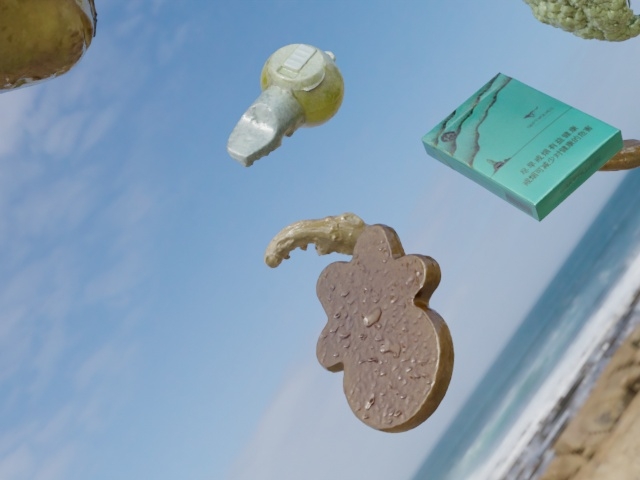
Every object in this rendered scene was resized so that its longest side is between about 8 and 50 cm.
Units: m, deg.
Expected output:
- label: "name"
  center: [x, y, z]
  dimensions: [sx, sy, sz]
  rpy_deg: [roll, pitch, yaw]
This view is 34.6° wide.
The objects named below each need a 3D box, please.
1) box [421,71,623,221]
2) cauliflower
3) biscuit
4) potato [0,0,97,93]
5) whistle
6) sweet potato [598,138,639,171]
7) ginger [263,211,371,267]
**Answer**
- label: "box"
  center: [0.269, -0.133, 1.393]
  dimensions: [0.161, 0.226, 0.042]
  rpy_deg: [-40, -45, -13]
- label: "cauliflower"
  center: [0.445, -0.462, 1.679]
  dimensions: [0.272, 0.275, 0.250]
  rpy_deg: [9, -52, -42]
- label: "biscuit"
  center: [0.067, 0.096, 1.093]
  dimensions: [0.039, 0.236, 0.180]
  rpy_deg: [25, -56, -39]
- label: "potato"
  center: [-0.379, -0.232, 0.972]
  dimensions: [0.246, 0.299, 0.196]
  rpy_deg: [-23, 32, 38]
- label: "whistle"
  center: [-0.046, -0.178, 1.397]
  dimensions: [0.223, 0.123, 0.123]
  rpy_deg: [-53, -11, -24]
- label: "sweet potato"
  center: [0.495, -0.140, 1.778]
  dimensions: [0.054, 0.182, 0.053]
  rpy_deg: [-97, -4, -49]
- label: "ginger"
  center: [-0.002, -0.003, 1.533]
  dimensions: [0.051, 0.174, 0.069]
  rpy_deg: [-84, -14, -58]
